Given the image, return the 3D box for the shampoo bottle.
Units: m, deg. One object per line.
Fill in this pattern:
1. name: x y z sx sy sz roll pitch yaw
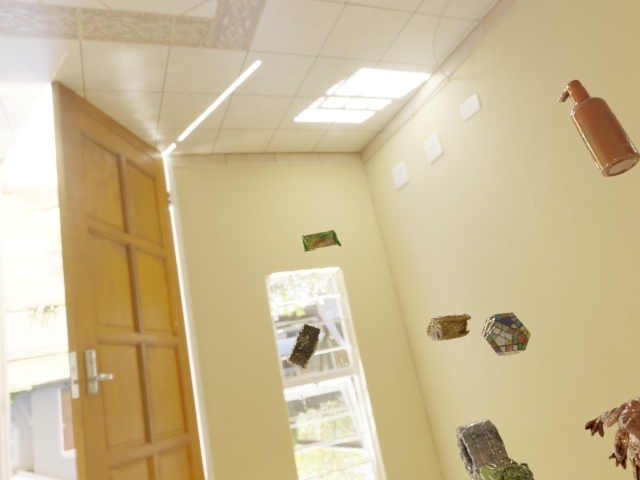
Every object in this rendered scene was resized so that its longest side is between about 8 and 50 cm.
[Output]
1. shampoo bottle: 0.611 -0.258 1.117 0.085 0.244 0.085 -11 151 -6

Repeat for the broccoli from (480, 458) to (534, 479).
1. broccoli: 0.320 0.427 0.874 0.095 0.097 0.092 31 160 -32

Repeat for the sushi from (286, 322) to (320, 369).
1. sushi: -0.052 0.351 1.666 0.078 0.150 0.090 24 150 0

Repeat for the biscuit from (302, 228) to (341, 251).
1. biscuit: 0.000 0.000 1.137 0.089 0.046 0.016 -11 154 -16

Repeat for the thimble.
1. thimble: 0.420 0.548 1.306 0.097 0.150 0.150 -16 165 -3

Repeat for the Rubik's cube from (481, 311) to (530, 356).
1. Rubik's cube: 0.441 0.224 1.198 0.111 0.111 0.093 -23 179 35

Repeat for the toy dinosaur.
1. toy dinosaur: 0.727 0.413 1.180 0.432 0.097 0.208 -44 161 -48

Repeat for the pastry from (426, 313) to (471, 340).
1. pastry: 0.309 0.207 1.208 0.109 0.057 0.097 -9 173 10
